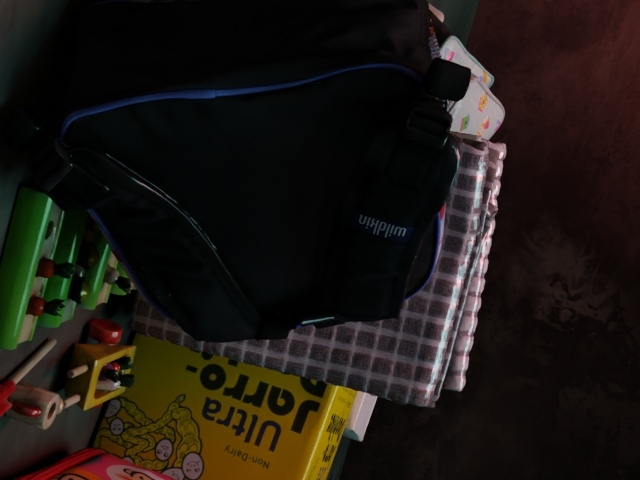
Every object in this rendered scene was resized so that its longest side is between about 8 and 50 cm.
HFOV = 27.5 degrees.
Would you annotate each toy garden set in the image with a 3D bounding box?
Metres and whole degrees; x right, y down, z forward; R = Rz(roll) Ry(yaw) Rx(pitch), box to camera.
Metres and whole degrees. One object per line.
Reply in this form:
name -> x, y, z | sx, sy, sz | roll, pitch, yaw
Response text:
toy garden set -> -0.170, 0.051, 0.958 | 0.244, 0.049, 0.203 | -34, 141, -75

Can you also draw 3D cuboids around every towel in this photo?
towel -> 0.000, 0.000, 1.090 | 0.121, 0.284, 0.235 | 23, 80, -80

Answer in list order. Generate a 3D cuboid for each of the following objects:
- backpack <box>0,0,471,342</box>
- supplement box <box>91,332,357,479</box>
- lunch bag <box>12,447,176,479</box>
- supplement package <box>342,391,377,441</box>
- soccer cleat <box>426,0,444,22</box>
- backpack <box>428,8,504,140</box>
backpack -> -0.036, -0.054, 0.881 | 0.263, 0.277, 0.213 | 81, 10, -47
supplement box -> -0.066, 0.121, 1.249 | 0.195, 0.194, 0.356 | 58, 51, -78
lunch bag -> -0.215, 0.320, 1.006 | 0.258, 0.120, 0.293 | -6, 115, -79
supplement package -> -0.022, 0.092, 1.429 | 0.149, 0.203, 0.194 | 69, 40, -76
soccer cleat -> 0.111, -0.375, 1.466 | 0.331, 0.143, 0.116 | 99, 13, -45
backpack -> 0.074, -0.116, 1.254 | 0.188, 0.144, 0.166 | -43, 159, 9
